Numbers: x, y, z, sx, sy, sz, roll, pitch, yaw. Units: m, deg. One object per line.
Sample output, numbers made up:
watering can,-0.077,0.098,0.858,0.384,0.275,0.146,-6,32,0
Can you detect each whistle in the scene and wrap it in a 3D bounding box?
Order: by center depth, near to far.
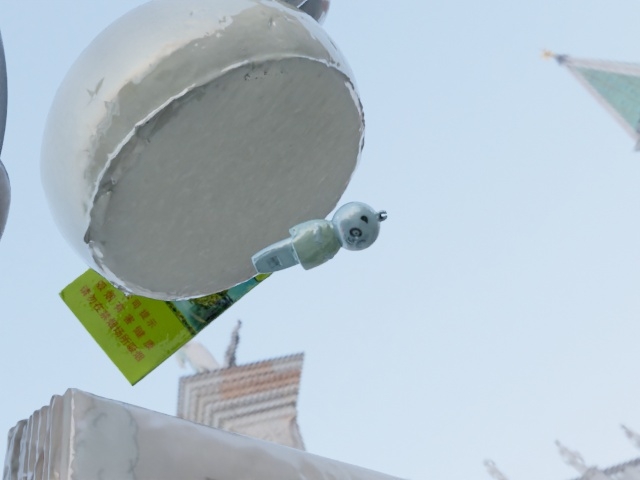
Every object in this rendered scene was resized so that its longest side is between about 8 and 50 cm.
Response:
whistle,0.000,0.000,0.614,0.100,0.035,0.035,-21,-49,9

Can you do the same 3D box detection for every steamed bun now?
steamed bun,-0.141,-0.122,1.011,0.374,0.241,0.374,-24,-35,-18

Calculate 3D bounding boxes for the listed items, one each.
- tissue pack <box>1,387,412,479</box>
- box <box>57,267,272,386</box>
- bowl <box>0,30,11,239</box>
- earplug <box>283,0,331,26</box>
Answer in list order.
tissue pack,0.001,0.193,0.445,0.325,0.170,0.071,25,-48,-34
box,-0.214,0.047,1.371,0.335,0.047,0.187,-39,-92,-9
bowl,-0.237,-0.025,0.368,0.345,0.157,0.345,-53,-8,-11
earplug,-0.049,-0.383,1.244,0.175,0.325,0.214,13,-102,-12
